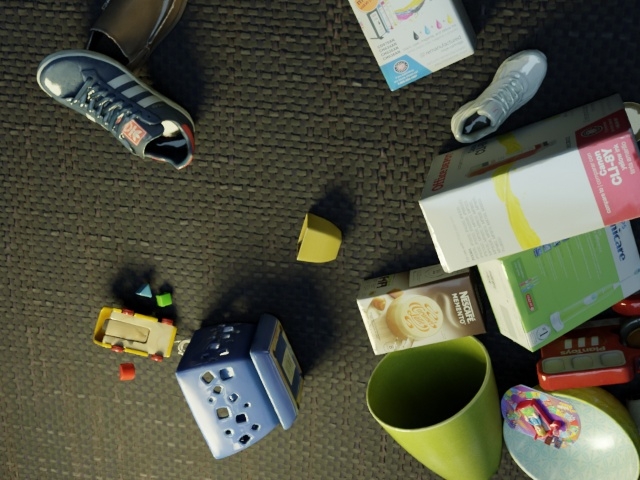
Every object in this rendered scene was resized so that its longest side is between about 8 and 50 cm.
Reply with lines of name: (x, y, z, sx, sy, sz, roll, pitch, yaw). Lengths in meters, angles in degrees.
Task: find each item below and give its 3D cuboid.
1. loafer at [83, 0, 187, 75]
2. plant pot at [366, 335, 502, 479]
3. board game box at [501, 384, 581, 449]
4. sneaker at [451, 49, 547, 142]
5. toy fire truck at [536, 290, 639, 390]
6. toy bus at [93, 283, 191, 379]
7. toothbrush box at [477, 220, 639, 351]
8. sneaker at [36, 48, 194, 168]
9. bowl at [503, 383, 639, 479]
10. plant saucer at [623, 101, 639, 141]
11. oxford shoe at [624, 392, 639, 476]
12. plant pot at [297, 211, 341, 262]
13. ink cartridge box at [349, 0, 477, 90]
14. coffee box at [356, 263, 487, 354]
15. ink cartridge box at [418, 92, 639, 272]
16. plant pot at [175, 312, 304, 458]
loafer: (-0.379, -0.421, 1.728, 0.133, 0.130, 0.366, 32, 115, -3)
plant pot: (0.284, 0.393, 1.882, 0.274, 0.275, 0.294, -19, 123, 18)
board game box: (0.444, 0.369, 1.773, 0.168, 0.033, 0.133, 18, 130, 24)
sneaker: (0.345, -0.263, 1.657, 0.090, 0.115, 0.232, 39, 114, -6)
toy fire truck: (0.584, 0.213, 1.730, 0.302, 0.254, 0.169, -7, 111, 14)
toy bus: (-0.423, 0.215, 2.014, 0.104, 0.191, 0.202, 3, 121, 58)
toothbrush box: (0.466, 0.051, 1.688, 0.283, 0.122, 0.206, -28, 110, -11)
sneaker: (-0.387, -0.249, 1.709, 0.350, 0.148, 0.131, 23, 122, -36)
bowl: (0.552, 0.393, 1.848, 0.289, 0.156, 0.290, 19, 131, 24)
plant saucer: (0.593, -0.228, 1.677, 0.083, 0.015, 0.083, 4, 113, 10)
oxford shoe: (0.706, 0.399, 1.880, 0.130, 0.123, 0.348, 41, 118, 22)
plant pot: (0.000, 0.000, 1.859, 0.083, 0.081, 0.081, 14, 115, -8)
ink cartridge box: (0.164, -0.429, 1.596, 0.171, 0.168, 0.233, -22, 105, 20)
coffee box: (0.219, 0.140, 1.858, 0.246, 0.098, 0.141, -14, 109, 17)
ink cartridge box: (0.396, -0.109, 1.612, 0.384, 0.279, 0.160, -19, 107, 21)
plant pot: (-0.165, 0.310, 1.941, 0.212, 0.236, 0.236, -20, 107, 11)
